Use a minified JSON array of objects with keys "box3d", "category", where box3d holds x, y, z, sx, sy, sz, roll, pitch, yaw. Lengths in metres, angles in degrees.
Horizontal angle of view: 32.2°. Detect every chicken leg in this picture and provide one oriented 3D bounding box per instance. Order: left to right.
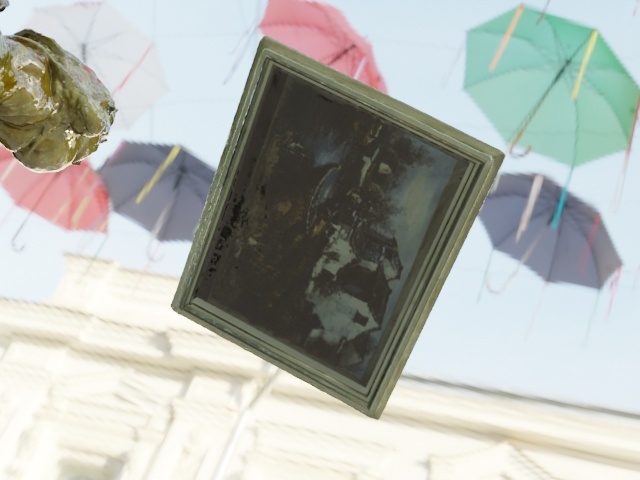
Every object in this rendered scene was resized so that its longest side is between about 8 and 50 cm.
[{"box3d":[-0.202,-0.105,0.762,0.088,0.103,0.228,-24,-9,1],"category":"chicken leg"}]

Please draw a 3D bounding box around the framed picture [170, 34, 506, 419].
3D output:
[{"box3d":[0.000,0.000,0.978,0.232,0.019,0.296,27,-61,10],"category":"framed picture"}]
